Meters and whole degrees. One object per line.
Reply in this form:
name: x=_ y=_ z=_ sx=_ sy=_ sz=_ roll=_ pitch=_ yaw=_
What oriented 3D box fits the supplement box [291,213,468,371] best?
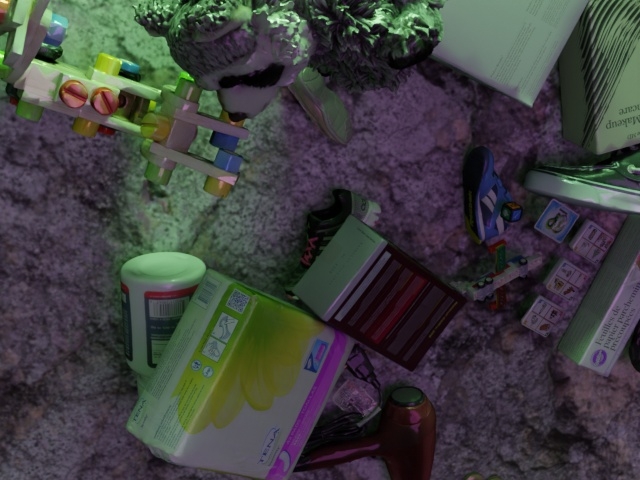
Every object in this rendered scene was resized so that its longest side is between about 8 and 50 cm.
supplement box: x=0.083 y=0.074 z=1.661 sx=0.130 sy=0.073 sz=0.239 roll=-52 pitch=139 yaw=2

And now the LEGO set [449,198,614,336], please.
LEGO set: x=0.297 y=0.024 z=1.783 sx=0.244 sy=0.060 sz=0.182 roll=25 pitch=100 yaw=-46

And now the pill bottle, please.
pill bottle: x=-0.195 y=0.115 z=1.586 sx=0.108 sy=0.108 sz=0.180 roll=-7 pitch=112 yaw=-20

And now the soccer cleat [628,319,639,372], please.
soccer cleat: x=0.550 y=0.074 z=1.904 sx=0.121 sy=0.093 sz=0.289 roll=11 pitch=102 yaw=-57

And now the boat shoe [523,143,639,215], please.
boat shoe: x=0.435 y=-0.089 z=1.746 sx=0.301 sy=0.108 sz=0.102 roll=8 pitch=90 yaw=1

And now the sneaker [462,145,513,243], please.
sneaker: x=0.231 y=-0.067 z=1.725 sx=0.059 sy=0.053 sz=0.144 roll=-13 pitch=122 yaw=-14

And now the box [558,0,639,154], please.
box: x=0.386 y=-0.265 z=1.690 sx=0.113 sy=0.094 sz=0.275 roll=-17 pitch=114 yaw=-16

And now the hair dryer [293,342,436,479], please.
hair dryer: x=0.059 y=0.285 z=1.788 sx=0.223 sy=0.080 sz=0.293 roll=-42 pitch=113 yaw=12

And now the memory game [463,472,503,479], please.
memory game: x=0.226 y=0.441 z=1.934 sx=0.186 sy=0.012 sz=0.186 roll=-7 pitch=112 yaw=-19

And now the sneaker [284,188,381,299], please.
sneaker: x=0.000 y=0.000 z=1.652 sx=0.075 sy=0.063 sz=0.170 roll=39 pitch=93 yaw=-22

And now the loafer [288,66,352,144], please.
loafer: x=-0.003 y=-0.173 z=1.603 sx=0.125 sy=0.039 sz=0.045 roll=55 pitch=51 yaw=-31

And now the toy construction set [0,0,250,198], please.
toy construction set: x=-0.245 y=-0.165 z=1.400 sx=0.328 sy=0.215 sz=0.151 roll=33 pitch=94 yaw=-29

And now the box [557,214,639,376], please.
box: x=0.461 y=0.041 z=1.852 sx=0.063 sy=0.067 sz=0.324 roll=22 pitch=99 yaw=-27

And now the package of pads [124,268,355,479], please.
package of pads: x=-0.095 y=0.180 z=1.574 sx=0.229 sy=0.101 sz=0.296 roll=-63 pitch=149 yaw=-2

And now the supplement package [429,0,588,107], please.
supplement package: x=0.199 y=-0.305 z=1.567 sx=0.203 sy=0.149 sz=0.194 roll=23 pitch=99 yaw=-28

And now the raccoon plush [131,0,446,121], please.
raccoon plush: x=-0.037 y=-0.349 z=1.386 sx=0.299 sy=0.216 sz=0.446 roll=8 pitch=78 yaw=-34
